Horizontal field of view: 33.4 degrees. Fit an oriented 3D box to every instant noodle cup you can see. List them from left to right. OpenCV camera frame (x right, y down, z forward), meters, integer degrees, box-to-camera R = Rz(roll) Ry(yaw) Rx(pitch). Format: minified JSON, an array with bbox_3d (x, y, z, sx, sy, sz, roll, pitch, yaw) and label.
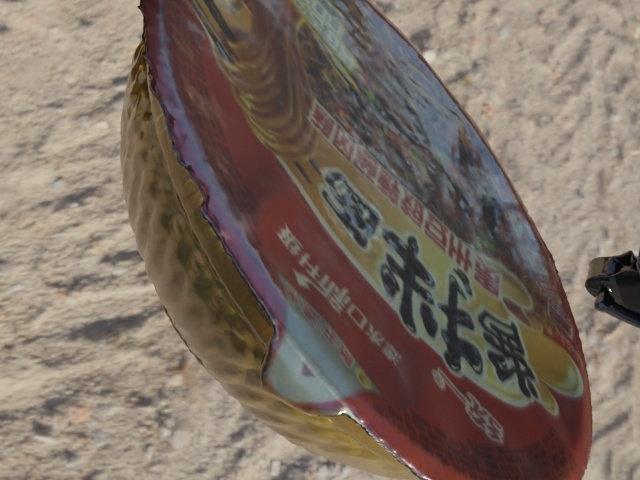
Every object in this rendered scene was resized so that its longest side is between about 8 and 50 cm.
[{"bbox_3d":[0.000,0.000,0.445,0.274,0.091,0.274,39,33,-31],"label":"instant noodle cup"}]

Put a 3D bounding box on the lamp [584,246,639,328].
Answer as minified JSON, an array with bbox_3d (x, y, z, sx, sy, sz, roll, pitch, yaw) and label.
[{"bbox_3d":[0.317,0.058,0.875,0.227,0.172,0.147,57,45,-37],"label":"lamp"}]
